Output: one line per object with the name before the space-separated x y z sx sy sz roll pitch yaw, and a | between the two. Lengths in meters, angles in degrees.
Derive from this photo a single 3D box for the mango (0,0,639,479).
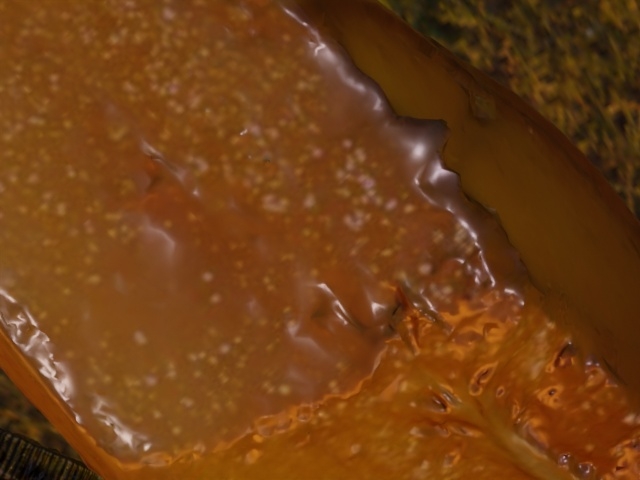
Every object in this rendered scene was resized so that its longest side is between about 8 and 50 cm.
mango | -0.028 -0.001 0.616 0.199 0.350 0.201 -27 29 56

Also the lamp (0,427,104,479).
lamp | -0.166 0.182 0.879 0.223 0.223 0.196 19 81 26
